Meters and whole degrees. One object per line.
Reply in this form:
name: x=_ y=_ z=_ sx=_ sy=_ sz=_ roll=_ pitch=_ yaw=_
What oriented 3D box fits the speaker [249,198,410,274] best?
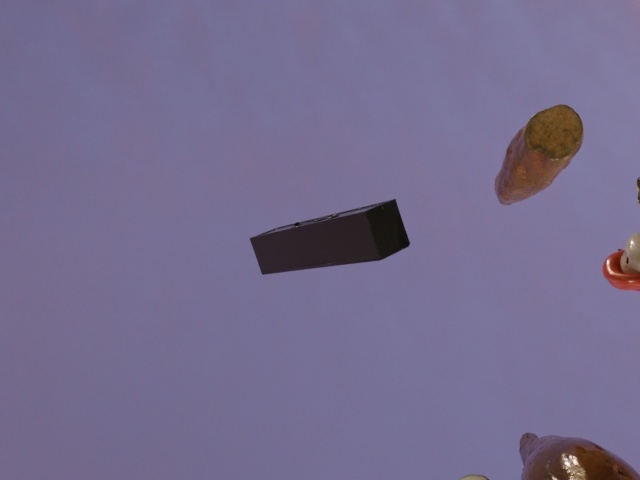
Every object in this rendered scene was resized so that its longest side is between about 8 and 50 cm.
speaker: x=0.000 y=0.000 z=0.573 sx=0.040 sy=0.191 sz=0.046 roll=-24 pitch=-82 yaw=-35

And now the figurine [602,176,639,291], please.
figurine: x=0.718 y=0.009 z=1.242 sx=0.208 sy=0.257 sz=0.181 roll=-14 pitch=-136 yaw=-5

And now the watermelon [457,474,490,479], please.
watermelon: x=0.268 y=0.616 z=1.308 sx=0.303 sy=0.159 sz=0.128 roll=-46 pitch=-147 yaw=5

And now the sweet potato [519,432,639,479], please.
sweet potato: x=0.261 y=0.253 z=0.588 sx=0.112 sy=0.359 sz=0.112 roll=0 pitch=-89 yaw=3

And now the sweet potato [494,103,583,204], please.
sweet potato: x=0.340 y=-0.124 z=0.978 sx=0.097 sy=0.252 sz=0.097 roll=3 pitch=-113 yaw=-6
